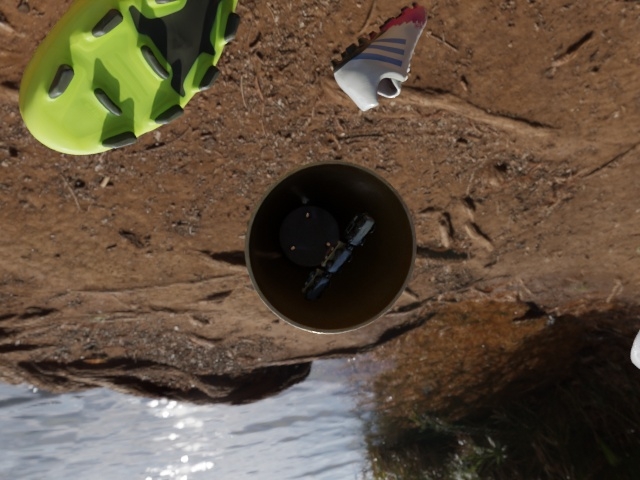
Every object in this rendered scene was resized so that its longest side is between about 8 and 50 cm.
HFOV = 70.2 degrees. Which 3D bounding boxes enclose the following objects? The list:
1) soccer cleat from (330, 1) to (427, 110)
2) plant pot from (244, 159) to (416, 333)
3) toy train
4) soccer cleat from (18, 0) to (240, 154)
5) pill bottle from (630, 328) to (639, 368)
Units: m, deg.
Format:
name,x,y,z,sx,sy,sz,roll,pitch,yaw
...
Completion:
name,x,y,z,sx,sy,sz,roll,pitch,yaw
soccer cleat,0.153,-0.405,1.017,0.143,0.331,0.116,53,149,-16
plant pot,0.000,0.000,0.740,0.237,0.237,0.254,-1,-175,-8
toy train,0.020,0.023,0.620,0.027,0.036,0.158,19,120,-30
soccer cleat,-0.114,-0.189,0.326,0.289,0.121,0.093,-59,151,-7
pill bottle,0.339,0.106,0.225,0.161,0.283,0.161,-18,129,-24
